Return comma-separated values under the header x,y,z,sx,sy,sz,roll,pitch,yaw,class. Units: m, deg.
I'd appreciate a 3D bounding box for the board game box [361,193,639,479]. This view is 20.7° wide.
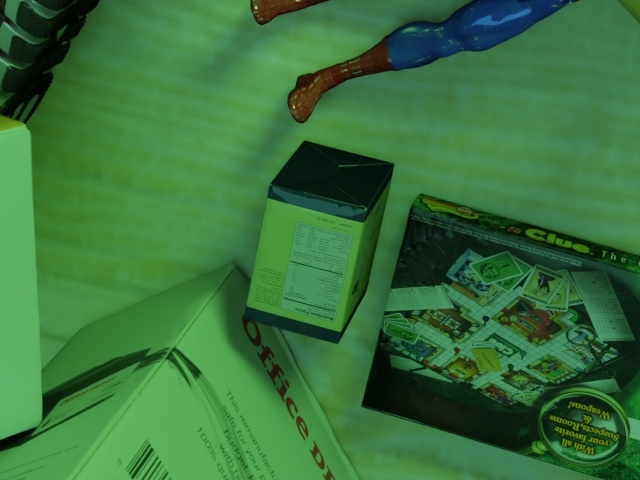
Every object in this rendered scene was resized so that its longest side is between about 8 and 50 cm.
x,y,z,sx,sy,sz,roll,pitch,yaw,class
0.163,0.071,1.005,0.259,0.030,0.136,17,112,7,board game box

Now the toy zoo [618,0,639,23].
x,y,z,sx,sy,sz,roll,pitch,yaw,class
0.245,-0.167,0.799,0.192,0.030,0.293,31,90,-16,toy zoo

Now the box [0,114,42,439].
x,y,z,sx,sy,sz,roll,pitch,yaw,class
-0.336,0.002,0.919,0.345,0.215,0.168,18,116,40,box

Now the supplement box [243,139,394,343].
x,y,z,sx,sy,sz,roll,pitch,yaw,class
0.000,0.000,0.986,0.056,0.083,0.083,15,113,8,supplement box

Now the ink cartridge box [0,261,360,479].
x,y,z,sx,sy,sz,roll,pitch,yaw,class
-0.090,0.183,0.958,0.129,0.307,0.223,-21,105,23,ink cartridge box

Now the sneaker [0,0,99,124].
x,y,z,sx,sy,sz,roll,pitch,yaw,class
-0.191,-0.178,0.955,0.162,0.106,0.281,38,115,1,sneaker

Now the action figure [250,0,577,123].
x,y,z,sx,sy,sz,roll,pitch,yaw,class
0.098,-0.124,0.890,0.280,0.139,0.091,-17,107,17,action figure
